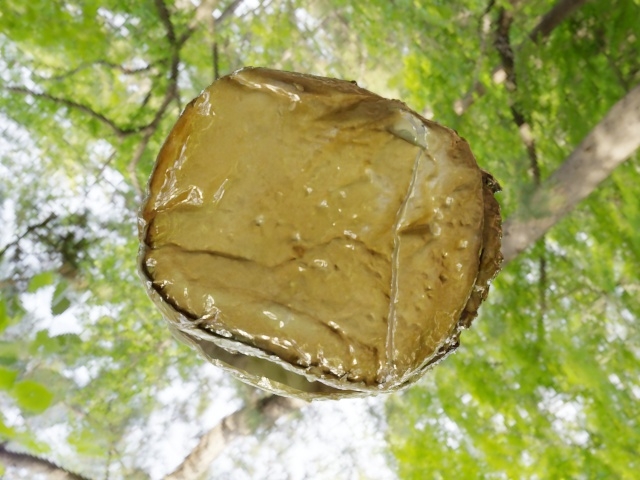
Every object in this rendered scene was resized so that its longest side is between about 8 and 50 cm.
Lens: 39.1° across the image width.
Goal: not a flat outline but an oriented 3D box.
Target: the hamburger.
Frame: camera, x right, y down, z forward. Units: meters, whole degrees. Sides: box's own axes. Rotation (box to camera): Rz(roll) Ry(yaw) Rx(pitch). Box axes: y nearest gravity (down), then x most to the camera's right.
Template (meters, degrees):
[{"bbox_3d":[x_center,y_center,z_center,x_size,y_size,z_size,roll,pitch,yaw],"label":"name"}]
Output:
[{"bbox_3d":[-0.001,0.000,0.735,0.283,0.259,0.144,26,176,11],"label":"hamburger"}]
